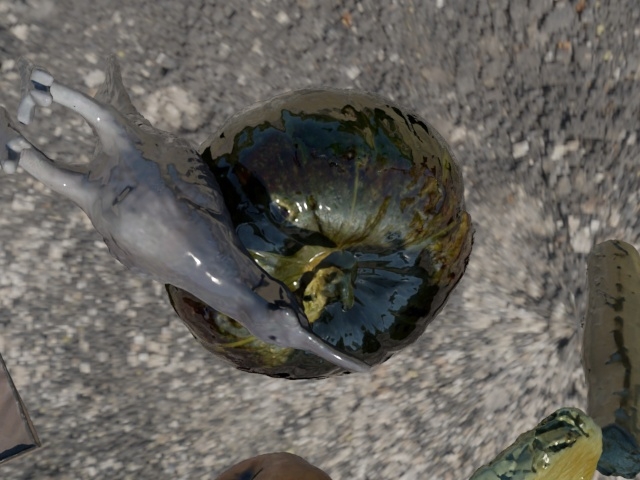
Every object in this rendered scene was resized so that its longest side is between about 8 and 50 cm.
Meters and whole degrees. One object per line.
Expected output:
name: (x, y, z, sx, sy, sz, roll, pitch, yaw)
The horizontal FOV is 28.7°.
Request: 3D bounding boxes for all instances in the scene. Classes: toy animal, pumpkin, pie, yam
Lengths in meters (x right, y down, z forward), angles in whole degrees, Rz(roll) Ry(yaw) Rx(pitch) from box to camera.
toy animal: (-0.130, -0.046, 0.805, 0.081, 0.206, 0.367, -52, 51, 10)
pumpkin: (0.000, 0.003, 0.921, 0.238, 0.238, 0.159, -26, 41, 9)
pie: (0.067, 0.093, 0.436, 0.020, 0.084, 0.084, 40, 95, 30)
yam: (0.301, 0.112, 1.271, 0.067, 0.317, 0.071, 33, 127, -12)

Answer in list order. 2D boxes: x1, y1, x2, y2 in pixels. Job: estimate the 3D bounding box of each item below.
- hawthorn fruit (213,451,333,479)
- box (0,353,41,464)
hawthorn fruit: (-0.069, 0.393, 1.525, 0.258, 0.258, 0.262, 32, 77, 12)
box: (-0.479, 0.175, 1.509, 0.188, 0.153, 0.252, -22, 95, -25)
